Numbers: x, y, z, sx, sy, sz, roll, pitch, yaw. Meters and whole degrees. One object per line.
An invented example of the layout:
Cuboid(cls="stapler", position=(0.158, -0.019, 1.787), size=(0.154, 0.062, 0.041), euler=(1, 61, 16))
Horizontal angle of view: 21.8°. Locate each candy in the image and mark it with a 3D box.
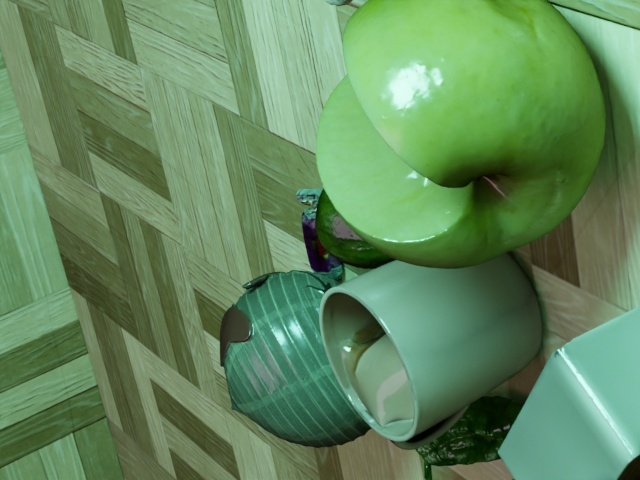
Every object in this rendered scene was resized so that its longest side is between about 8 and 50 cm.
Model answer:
Cuboid(cls="candy", position=(0.000, 0.000, 2.281), size=(0.043, 0.045, 0.175), euler=(37, 144, 55))

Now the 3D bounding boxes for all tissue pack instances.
Cuboid(cls="tissue pack", position=(0.304, 0.192, 1.710), size=(0.136, 0.159, 0.246), euler=(56, 155, 24))

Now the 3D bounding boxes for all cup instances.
Cuboid(cls="cup", position=(0.135, 0.129, 1.936), size=(0.191, 0.200, 0.253), euler=(40, 145, 44))

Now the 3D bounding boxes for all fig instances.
Cuboid(cls="fig", position=(0.077, -0.015, 2.054), size=(0.177, 0.117, 0.117), euler=(15, 128, 39))

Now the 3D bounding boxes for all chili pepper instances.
Cuboid(cls="chili pepper", position=(0.190, 0.244, 2.089), size=(0.100, 0.074, 0.257), euler=(65, 155, 1))

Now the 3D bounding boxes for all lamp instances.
Cuboid(cls="lamp", position=(-0.022, 0.161, 2.234), size=(0.233, 0.233, 0.265), euler=(43, 172, 40))

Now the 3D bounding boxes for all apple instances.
Cuboid(cls="apple", position=(0.129, -0.120, 1.623), size=(0.292, 0.292, 0.254), euler=(94, 166, -48))

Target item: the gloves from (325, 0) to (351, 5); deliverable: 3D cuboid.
Cuboid(cls="gloves", position=(0.050, -0.311, 1.829), size=(0.144, 0.094, 0.110), euler=(-115, 24, -54))

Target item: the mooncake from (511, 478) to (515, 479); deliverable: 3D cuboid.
Cuboid(cls="mooncake", position=(0.281, 0.322, 1.978), size=(0.125, 0.073, 0.130), euler=(64, 154, 9))
